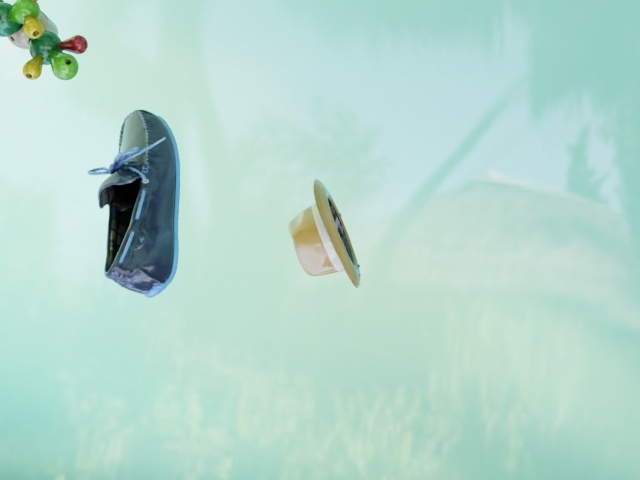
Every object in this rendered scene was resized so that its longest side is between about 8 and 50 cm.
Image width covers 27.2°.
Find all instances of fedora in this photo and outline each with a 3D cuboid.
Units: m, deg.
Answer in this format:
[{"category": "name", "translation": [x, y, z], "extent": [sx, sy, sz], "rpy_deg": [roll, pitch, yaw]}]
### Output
[{"category": "fedora", "translation": [0.000, 0.000, 2.063], "extent": [0.079, 0.194, 0.194], "rpy_deg": [-21, 157, 6]}]

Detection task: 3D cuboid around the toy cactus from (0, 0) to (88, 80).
[{"category": "toy cactus", "translation": [-0.339, -0.251, 1.461], "extent": [0.219, 0.112, 0.180], "rpy_deg": [26, -175, 10]}]

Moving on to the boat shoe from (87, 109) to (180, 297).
[{"category": "boat shoe", "translation": [-0.222, -0.060, 1.593], "extent": [0.089, 0.258, 0.109], "rpy_deg": [16, 135, -32]}]
